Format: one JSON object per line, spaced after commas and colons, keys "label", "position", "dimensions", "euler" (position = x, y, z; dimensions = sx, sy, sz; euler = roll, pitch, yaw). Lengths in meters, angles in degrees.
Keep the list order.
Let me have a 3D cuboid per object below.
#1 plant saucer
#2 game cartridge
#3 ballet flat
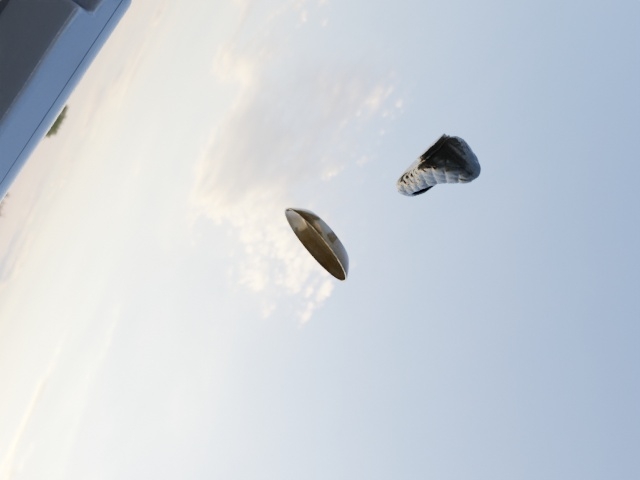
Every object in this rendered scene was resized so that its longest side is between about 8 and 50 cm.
{"label": "plant saucer", "position": [0.000, 0.000, 0.525], "dimensions": [0.015, 0.083, 0.083], "euler": [-40, -153, -12]}
{"label": "game cartridge", "position": [-0.293, -0.162, 0.418], "dimensions": [0.297, 0.062, 0.198], "euler": [36, -82, 14]}
{"label": "ballet flat", "position": [0.111, -0.062, 0.589], "dimensions": [0.057, 0.049, 0.173], "euler": [-44, 178, -2]}
